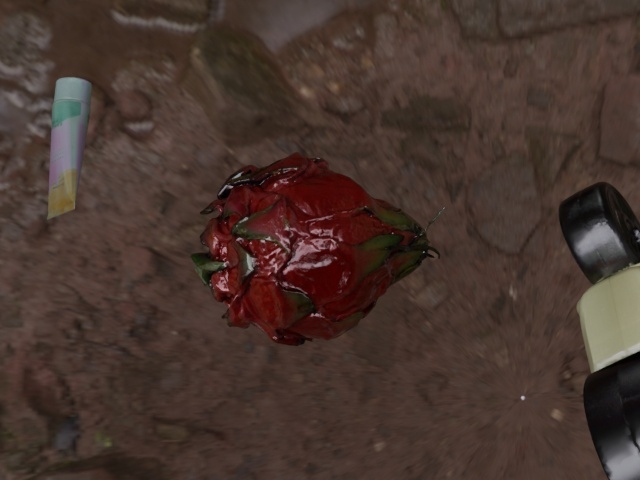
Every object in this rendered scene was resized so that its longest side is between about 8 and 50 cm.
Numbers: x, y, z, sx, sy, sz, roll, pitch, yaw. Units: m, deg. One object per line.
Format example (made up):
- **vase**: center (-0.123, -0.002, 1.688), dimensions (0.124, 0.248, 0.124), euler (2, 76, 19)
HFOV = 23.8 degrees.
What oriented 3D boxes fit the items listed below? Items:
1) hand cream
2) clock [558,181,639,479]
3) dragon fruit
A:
- **hand cream**: center (-0.316, -0.116, 1.897), dimensions (0.047, 0.076, 0.174), euler (12, 74, -33)
- **clock**: center (0.318, 0.140, 1.383), dimensions (0.120, 0.379, 0.276), euler (-27, 124, 25)
- **dragon fruit**: center (0.000, 0.000, 1.747), dimensions (0.293, 0.234, 0.233), euler (-18, 82, -12)
